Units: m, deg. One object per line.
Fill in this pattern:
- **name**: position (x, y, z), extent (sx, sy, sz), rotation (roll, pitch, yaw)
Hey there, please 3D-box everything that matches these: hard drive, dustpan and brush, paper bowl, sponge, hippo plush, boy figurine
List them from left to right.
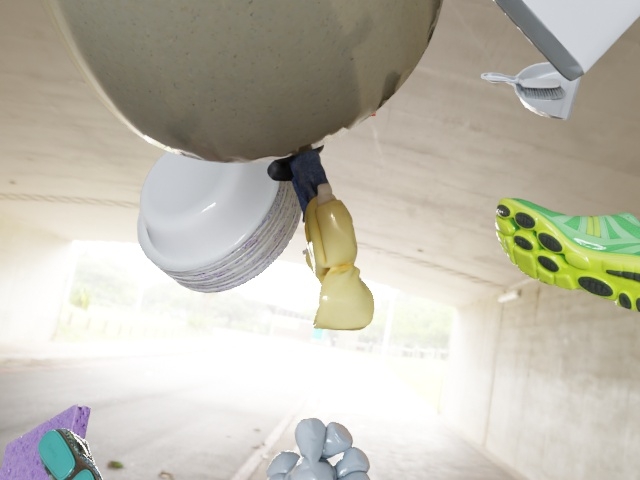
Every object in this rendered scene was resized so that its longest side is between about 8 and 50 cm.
- **sponge**: position (-0.446, 0.352, 1.063), extent (0.210, 0.117, 0.031), rotation (-31, -45, 28)
- **paper bowl**: position (-0.183, -0.066, 1.110), extent (0.285, 0.284, 0.148), rotation (5, -28, 31)
- **hippo plush**: position (-0.023, 0.615, 1.657), extent (0.234, 0.294, 0.236), rotation (32, -54, -17)
- **boy figurine**: position (0.000, 0.000, 0.938), extent (0.092, 0.285, 0.177), rotation (-9, -23, -15)
- **dustpan and brush**: position (0.477, -0.358, 1.533), extent (0.211, 0.147, 0.060), rotation (10, -23, 27)
- **hard drive**: position (0.370, -0.410, 0.883), extent (0.233, 0.353, 0.047), rotation (46, -14, -4)

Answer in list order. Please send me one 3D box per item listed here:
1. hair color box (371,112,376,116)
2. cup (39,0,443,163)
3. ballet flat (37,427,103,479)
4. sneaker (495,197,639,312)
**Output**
- **hair color box**: position (0.034, -0.262, 1.269), extent (0.141, 0.071, 0.043), rotation (-7, -46, 14)
- **cup**: position (-0.076, -0.245, 0.459), extent (0.332, 0.330, 0.237), rotation (8, -10, 9)
- **ballet flat**: position (-0.291, 0.303, 0.824), extent (0.070, 0.070, 0.188), rotation (18, 16, -42)
- **sneaker**: position (0.395, 0.013, 0.977), extent (0.296, 0.109, 0.124), rotation (27, 42, 30)
